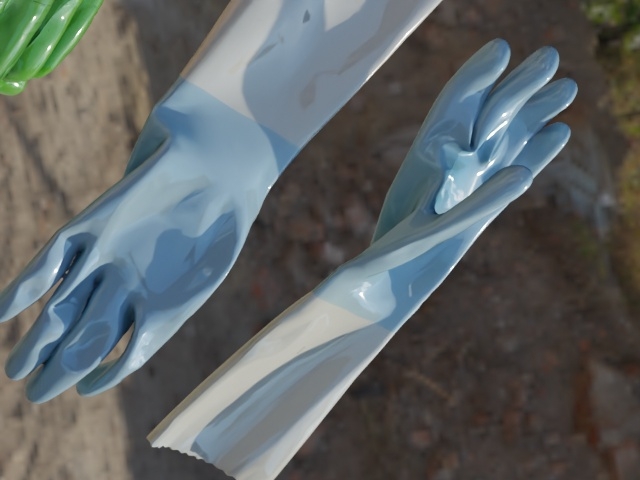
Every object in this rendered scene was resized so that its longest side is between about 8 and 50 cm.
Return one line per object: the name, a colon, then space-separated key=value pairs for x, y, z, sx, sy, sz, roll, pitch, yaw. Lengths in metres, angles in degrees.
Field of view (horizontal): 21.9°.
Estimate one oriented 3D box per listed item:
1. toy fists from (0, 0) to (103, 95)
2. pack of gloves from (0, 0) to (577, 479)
toy fists: x=-0.175 y=-0.119 z=0.717 sx=0.096 sy=0.142 sz=0.279 roll=-63 pitch=-178 yaw=8
pack of gloves: x=0.000 y=0.000 z=0.634 sx=0.195 sy=0.232 sz=0.046 roll=28 pitch=15 yaw=-49
